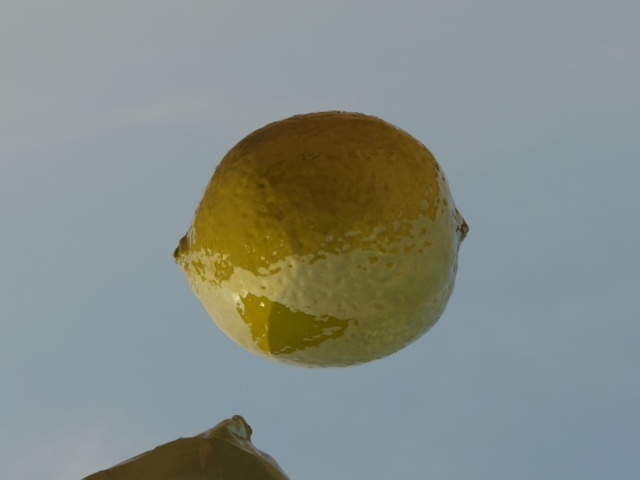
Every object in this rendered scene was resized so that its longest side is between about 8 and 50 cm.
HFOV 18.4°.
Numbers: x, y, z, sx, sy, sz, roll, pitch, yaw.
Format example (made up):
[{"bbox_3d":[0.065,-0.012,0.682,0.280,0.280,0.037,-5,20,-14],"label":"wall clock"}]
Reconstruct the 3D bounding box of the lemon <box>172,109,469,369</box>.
[{"bbox_3d":[0.000,0.000,1.351,0.203,0.178,0.178,-5,-163,-4],"label":"lemon"}]

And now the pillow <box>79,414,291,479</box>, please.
[{"bbox_3d":[-0.077,0.240,1.211,0.274,0.076,0.281,-19,-127,-36],"label":"pillow"}]
